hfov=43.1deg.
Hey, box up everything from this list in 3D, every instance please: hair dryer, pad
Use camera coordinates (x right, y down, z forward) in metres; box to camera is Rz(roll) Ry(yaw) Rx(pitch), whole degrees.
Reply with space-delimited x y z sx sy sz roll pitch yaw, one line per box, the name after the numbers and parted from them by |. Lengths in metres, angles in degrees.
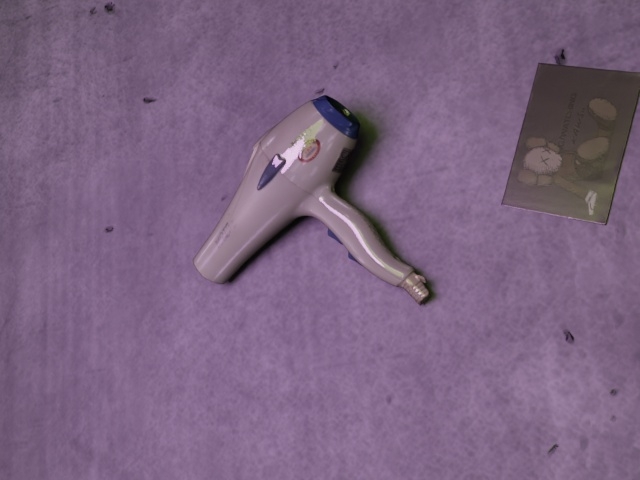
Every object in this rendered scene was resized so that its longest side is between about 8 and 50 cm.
-0.037 -0.001 1.073 0.296 0.119 0.298 -28 79 24 | hair dryer
0.301 -0.120 0.976 0.127 0.004 0.190 13 83 28 | pad
